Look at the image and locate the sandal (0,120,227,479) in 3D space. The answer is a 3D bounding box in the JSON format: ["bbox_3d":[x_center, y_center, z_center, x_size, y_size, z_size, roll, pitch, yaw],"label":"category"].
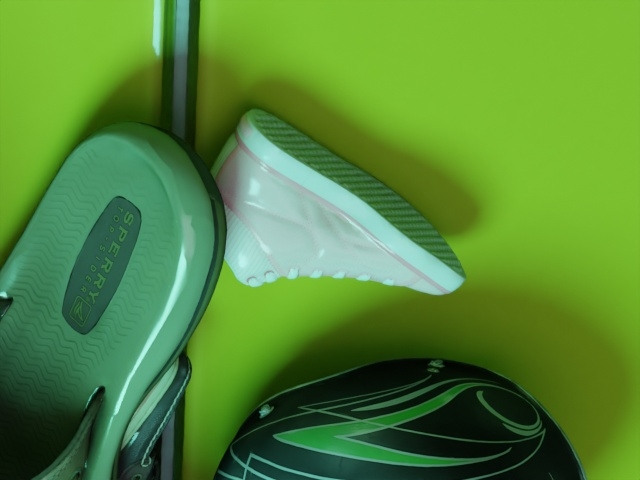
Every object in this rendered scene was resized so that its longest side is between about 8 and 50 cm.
[{"bbox_3d":[-0.142,0.083,0.894,0.120,0.086,0.303,29,108,23],"label":"sandal"}]

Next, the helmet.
[{"bbox_3d":[0.032,0.141,0.943,0.161,0.169,0.169,-15,122,-33],"label":"helmet"}]

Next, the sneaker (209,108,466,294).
[{"bbox_3d":[0.000,0.000,0.926,0.134,0.051,0.070,33,109,-19],"label":"sneaker"}]

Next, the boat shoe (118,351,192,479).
[{"bbox_3d":[-0.104,0.109,0.965,0.049,0.056,0.152,25,116,-29],"label":"boat shoe"}]
